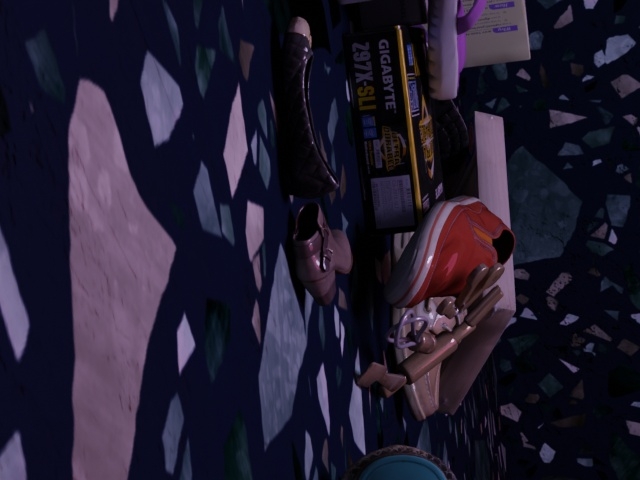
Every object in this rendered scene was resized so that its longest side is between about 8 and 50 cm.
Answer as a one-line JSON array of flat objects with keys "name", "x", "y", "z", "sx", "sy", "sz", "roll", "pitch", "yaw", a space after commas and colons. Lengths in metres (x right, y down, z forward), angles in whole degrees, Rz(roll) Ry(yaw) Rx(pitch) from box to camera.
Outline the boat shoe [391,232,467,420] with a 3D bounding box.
[{"name": "boat shoe", "x": 0.153, "y": 0.103, "z": 1.803, "sx": 0.109, "sy": 0.098, "sz": 0.302, "roll": 70, "pitch": 18, "yaw": -52}]

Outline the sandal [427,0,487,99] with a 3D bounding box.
[{"name": "sandal", "x": 0.190, "y": -0.335, "z": 1.666, "sx": 0.416, "sy": 0.102, "sz": 0.169, "roll": 87, "pitch": 5, "yaw": -64}]

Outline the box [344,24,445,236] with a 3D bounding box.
[{"name": "box", "x": 0.105, "y": -0.155, "z": 1.757, "sx": 0.322, "sy": 0.079, "sz": 0.257, "roll": -38, "pitch": 120, "yaw": -77}]

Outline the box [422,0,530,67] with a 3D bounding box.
[{"name": "box", "x": 0.209, "y": -0.389, "z": 2.049, "sx": 0.243, "sy": 0.214, "sz": 0.117, "roll": 68, "pitch": 19, "yaw": -55}]

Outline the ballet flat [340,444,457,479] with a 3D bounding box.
[{"name": "ballet flat", "x": 0.077, "y": 0.425, "z": 1.148, "sx": 0.182, "sy": 0.164, "sz": 0.482, "roll": 96, "pitch": -6, "yaw": -57}]

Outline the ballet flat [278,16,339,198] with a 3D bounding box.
[{"name": "ballet flat", "x": -0.011, "y": -0.122, "z": 1.202, "sx": 0.057, "sy": 0.049, "sz": 0.173, "roll": 39, "pitch": 46, "yaw": -76}]

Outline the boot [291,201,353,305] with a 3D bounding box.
[{"name": "boot", "x": 0.000, "y": 0.000, "z": 1.222, "sx": 0.118, "sy": 0.042, "sz": 0.087, "roll": -83, "pitch": 161, "yaw": -51}]

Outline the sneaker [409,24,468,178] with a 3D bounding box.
[{"name": "sneaker", "x": 0.164, "y": -0.226, "z": 2.042, "sx": 0.124, "sy": 0.107, "sz": 0.283, "roll": -93, "pitch": 170, "yaw": -47}]

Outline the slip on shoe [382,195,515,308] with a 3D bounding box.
[{"name": "slip on shoe", "x": 0.164, "y": 0.019, "z": 1.595, "sx": 0.123, "sy": 0.101, "sz": 0.331, "roll": -61, "pitch": 166, "yaw": 19}]

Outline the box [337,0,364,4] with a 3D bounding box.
[{"name": "box", "x": 0.063, "y": -0.410, "z": 1.552, "sx": 0.182, "sy": 0.119, "sz": 0.181, "roll": 72, "pitch": 16, "yaw": -46}]

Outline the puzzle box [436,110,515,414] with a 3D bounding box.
[{"name": "puzzle box", "x": 0.224, "y": 0.031, "z": 2.042, "sx": 0.272, "sy": 0.052, "sz": 0.408, "roll": 112, "pitch": -13, "yaw": -45}]

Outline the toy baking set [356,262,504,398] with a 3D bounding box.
[{"name": "toy baking set", "x": 0.125, "y": 0.109, "z": 1.545, "sx": 0.030, "sy": 0.256, "sz": 0.196, "roll": 44, "pitch": -25, "yaw": 22}]

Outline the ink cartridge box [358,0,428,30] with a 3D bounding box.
[{"name": "ink cartridge box", "x": 0.103, "y": -0.371, "z": 1.827, "sx": 0.203, "sy": 0.086, "sz": 0.148, "roll": -40, "pitch": 123, "yaw": -76}]
